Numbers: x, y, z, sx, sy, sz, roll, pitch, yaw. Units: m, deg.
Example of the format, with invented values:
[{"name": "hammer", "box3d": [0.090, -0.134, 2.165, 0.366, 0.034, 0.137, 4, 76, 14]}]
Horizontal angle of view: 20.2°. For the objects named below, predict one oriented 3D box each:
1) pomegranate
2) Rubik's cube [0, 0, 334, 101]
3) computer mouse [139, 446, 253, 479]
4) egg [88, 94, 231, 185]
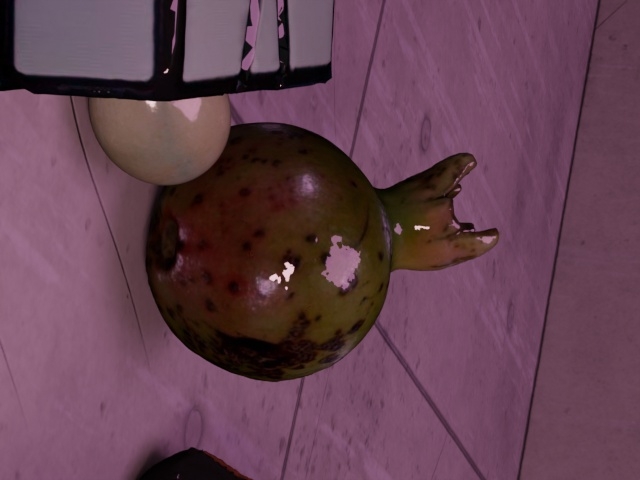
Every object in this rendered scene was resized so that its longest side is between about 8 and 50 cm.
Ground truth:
[{"name": "pomegranate", "box3d": [-0.012, -0.007, 1.608, 0.306, 0.242, 0.242, -24, 123, -35]}, {"name": "Rubik's cube", "box3d": [-0.157, -0.233, 1.068, 0.288, 0.283, 0.294, -14, 106, -70]}, {"name": "computer mouse", "box3d": [-0.093, 0.310, 1.704, 0.323, 0.116, 0.183, 52, 42, -64]}, {"name": "egg", "box3d": [-0.131, -0.107, 1.454, 0.152, 0.114, 0.114, 69, 32, -63]}]
